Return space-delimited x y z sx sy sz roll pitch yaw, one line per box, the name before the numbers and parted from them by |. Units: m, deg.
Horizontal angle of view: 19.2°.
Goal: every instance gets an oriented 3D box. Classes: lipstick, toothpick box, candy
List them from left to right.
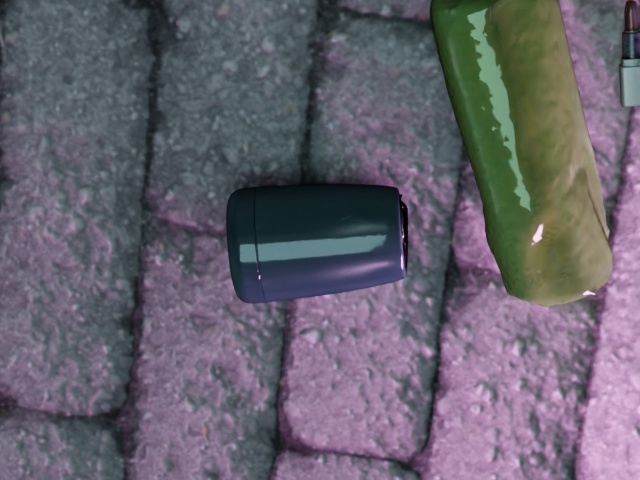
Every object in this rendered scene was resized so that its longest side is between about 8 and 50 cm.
toothpick box | 0.000 0.000 1.946 0.184 0.120 0.120 -4 110 4
candy | 0.204 -0.104 1.878 0.132 0.142 0.343 -18 109 -2
lipstick | 0.312 -0.188 1.896 0.025 0.025 0.107 -3 104 7
